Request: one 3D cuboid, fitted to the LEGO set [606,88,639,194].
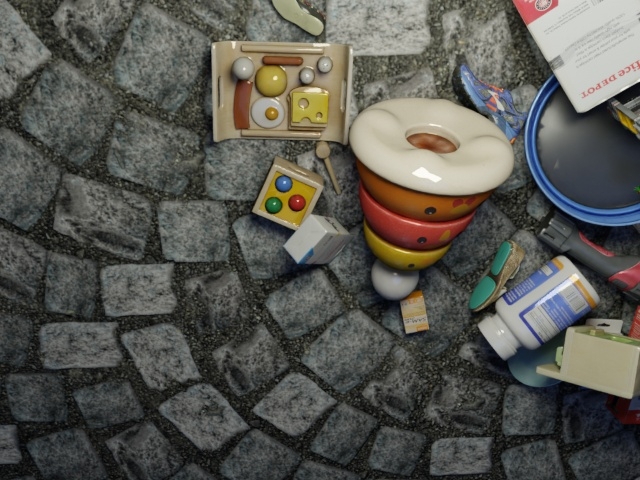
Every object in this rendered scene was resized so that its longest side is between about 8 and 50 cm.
[{"bbox_3d":[0.750,-0.251,1.352,0.331,0.192,0.255,-37,119,16],"label":"LEGO set"}]

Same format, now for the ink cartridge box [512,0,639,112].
[{"bbox_3d":[0.538,-0.427,1.333,0.196,0.114,0.273,-30,101,23],"label":"ink cartridge box"}]

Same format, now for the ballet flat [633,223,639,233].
[{"bbox_3d":[0.793,-0.099,1.562,0.124,0.116,0.343,4,109,8],"label":"ballet flat"}]

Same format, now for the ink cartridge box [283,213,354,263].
[{"bbox_3d":[0.000,0.000,1.583,0.104,0.181,0.062,-47,71,15],"label":"ink cartridge box"}]

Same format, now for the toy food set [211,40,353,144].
[{"bbox_3d":[-0.085,-0.323,1.471,0.305,0.092,0.220,2,111,-1],"label":"toy food set"}]

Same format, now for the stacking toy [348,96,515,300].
[{"bbox_3d":[0.214,-0.051,1.513,0.350,0.351,0.480,5,129,-3],"label":"stacking toy"}]

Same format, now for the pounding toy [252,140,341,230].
[{"bbox_3d":[-0.035,-0.130,1.546,0.180,0.094,0.206,23,110,-9],"label":"pounding toy"}]

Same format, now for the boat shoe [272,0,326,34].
[{"bbox_3d":[-0.047,-0.496,1.433,0.133,0.042,0.049,33,133,-12],"label":"boat shoe"}]

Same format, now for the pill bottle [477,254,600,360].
[{"bbox_3d":[0.529,0.173,1.633,0.272,0.152,0.152,-38,107,11],"label":"pill bottle"}]

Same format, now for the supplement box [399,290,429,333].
[{"bbox_3d":[0.239,0.184,1.702,0.062,0.036,0.099,-12,111,5],"label":"supplement box"}]

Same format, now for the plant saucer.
[{"bbox_3d":[0.585,0.295,1.749,0.194,0.037,0.195,0,111,0],"label":"plant saucer"}]

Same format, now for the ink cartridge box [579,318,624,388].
[{"bbox_3d":[0.737,0.299,1.740,0.104,0.060,0.180,3,111,-2],"label":"ink cartridge box"}]

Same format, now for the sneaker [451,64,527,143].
[{"bbox_3d":[0.380,-0.318,1.495,0.221,0.083,0.087,42,92,-21],"label":"sneaker"}]

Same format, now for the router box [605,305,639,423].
[{"bbox_3d":[0.936,0.321,1.706,0.335,0.082,0.302,2,111,-13],"label":"router box"}]

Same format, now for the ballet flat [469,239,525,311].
[{"bbox_3d":[0.447,0.098,1.657,0.067,0.073,0.206,17,115,-22],"label":"ballet flat"}]

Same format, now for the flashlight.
[{"bbox_3d":[0.671,0.025,1.602,0.304,0.103,0.103,34,107,-1],"label":"flashlight"}]

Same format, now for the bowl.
[{"bbox_3d":[0.650,-0.231,1.472,0.390,0.077,0.392,1,98,10],"label":"bowl"}]

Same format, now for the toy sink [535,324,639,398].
[{"bbox_3d":[0.668,0.281,1.611,0.152,0.234,0.131,5,93,-47],"label":"toy sink"}]
